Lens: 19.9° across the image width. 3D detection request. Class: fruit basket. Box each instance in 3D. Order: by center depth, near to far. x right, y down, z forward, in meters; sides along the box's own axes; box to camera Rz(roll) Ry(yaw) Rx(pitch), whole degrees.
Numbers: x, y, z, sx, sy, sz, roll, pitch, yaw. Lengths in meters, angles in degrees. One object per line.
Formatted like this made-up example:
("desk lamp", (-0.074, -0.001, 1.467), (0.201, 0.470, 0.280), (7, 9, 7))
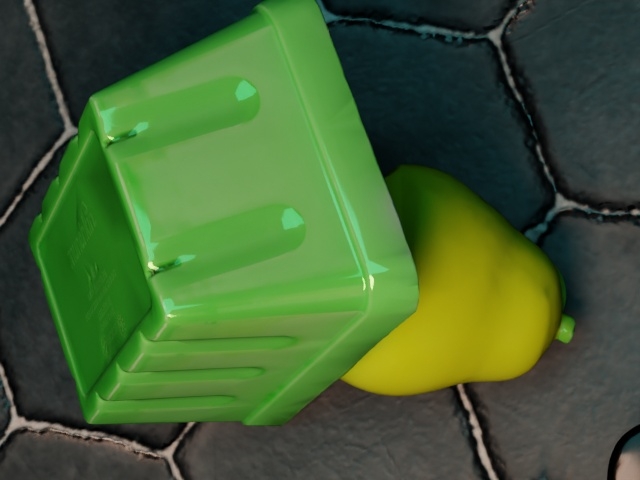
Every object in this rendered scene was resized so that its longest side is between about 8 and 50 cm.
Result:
("fruit basket", (0.000, 0.000, 1.363), (0.392, 0.392, 0.283), (-23, 77, 13))

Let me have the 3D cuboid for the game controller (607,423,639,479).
("game controller", (0.369, 0.195, 1.301), (0.319, 0.067, 0.166), (-7, 100, 10))
